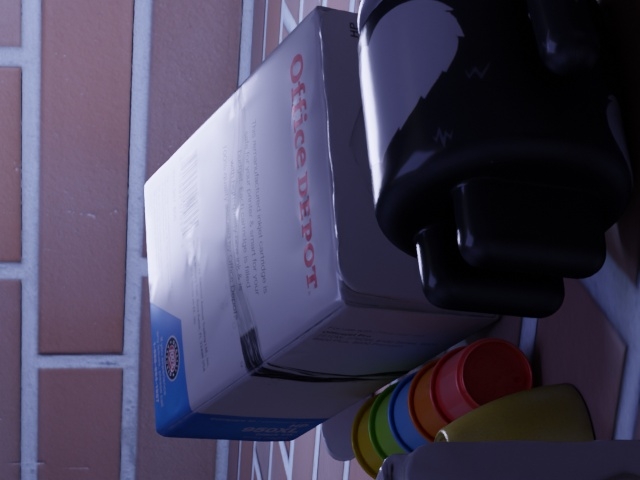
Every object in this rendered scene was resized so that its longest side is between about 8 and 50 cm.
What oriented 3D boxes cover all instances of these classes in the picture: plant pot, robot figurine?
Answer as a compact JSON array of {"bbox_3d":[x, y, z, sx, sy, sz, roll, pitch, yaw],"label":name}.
[{"bbox_3d":[0.133,0.171,1.124,0.134,0.095,0.134,180,90,-80],"label":"plant pot"},{"bbox_3d":[0.110,-0.090,1.038,0.173,0.209,0.278,36,-137,-50],"label":"robot figurine"}]

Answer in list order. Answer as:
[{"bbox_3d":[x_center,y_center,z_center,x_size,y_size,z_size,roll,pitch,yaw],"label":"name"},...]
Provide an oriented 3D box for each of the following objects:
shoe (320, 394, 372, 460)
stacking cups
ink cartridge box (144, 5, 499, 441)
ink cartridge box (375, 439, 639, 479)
[{"bbox_3d":[0.029,0.190,1.888,0.081,0.063,0.178,107,167,-64],"label":"shoe"},{"bbox_3d":[0.099,0.142,1.338,0.316,0.096,0.096,117,152,-70],"label":"stacking cups"},{"bbox_3d":[-0.016,0.003,1.479,0.395,0.166,0.286,-38,51,53],"label":"ink cartridge box"},{"bbox_3d":[0.120,0.231,0.803,0.307,0.223,0.129,104,164,-54],"label":"ink cartridge box"}]
